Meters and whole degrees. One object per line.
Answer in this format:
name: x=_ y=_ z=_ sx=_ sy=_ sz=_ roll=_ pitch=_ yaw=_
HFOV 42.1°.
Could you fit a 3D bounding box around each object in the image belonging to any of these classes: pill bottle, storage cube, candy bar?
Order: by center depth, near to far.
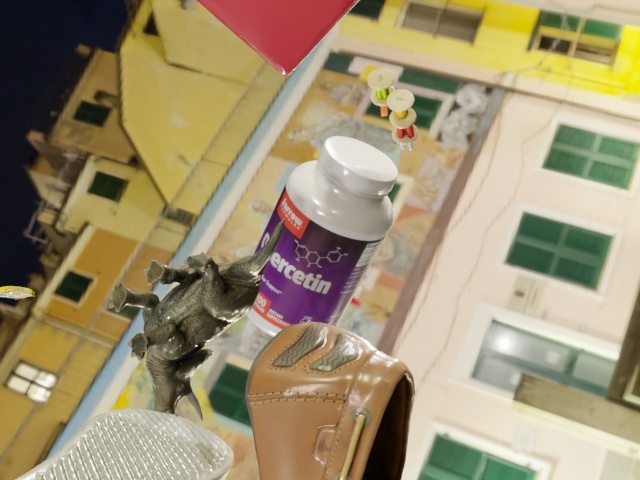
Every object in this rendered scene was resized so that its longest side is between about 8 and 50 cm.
storage cube: x=-0.031 y=-0.320 z=0.823 sx=0.215 sy=0.193 sz=0.184 roll=-40 pitch=19 yaw=33
pill bottle: x=0.000 y=0.000 z=1.343 sx=0.181 sy=0.181 sz=0.323 roll=-40 pitch=-21 yaw=-58
candy bar: x=-0.553 y=0.094 z=1.497 sx=0.161 sy=0.040 sz=0.018 roll=128 pitch=132 yaw=-82

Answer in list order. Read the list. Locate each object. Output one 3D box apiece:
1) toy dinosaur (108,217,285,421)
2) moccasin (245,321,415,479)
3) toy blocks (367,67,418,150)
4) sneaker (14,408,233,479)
toy dinosaur: x=-0.149 y=0.078 z=1.023 sx=0.313 sy=0.121 sz=0.160 roll=-52 pitch=-32 yaw=9
moccasin: x=0.038 y=0.241 z=0.691 sx=0.139 sy=0.147 sz=0.380 roll=-36 pitch=-49 yaw=-50
toy blocks: x=0.145 y=-0.251 z=1.641 sx=0.054 sy=0.123 sz=0.148 roll=-31 pitch=-32 yaw=-8
sneaker: x=-0.206 y=0.264 z=0.761 sx=0.150 sy=0.135 sz=0.366 roll=-63 pitch=-16 yaw=12
